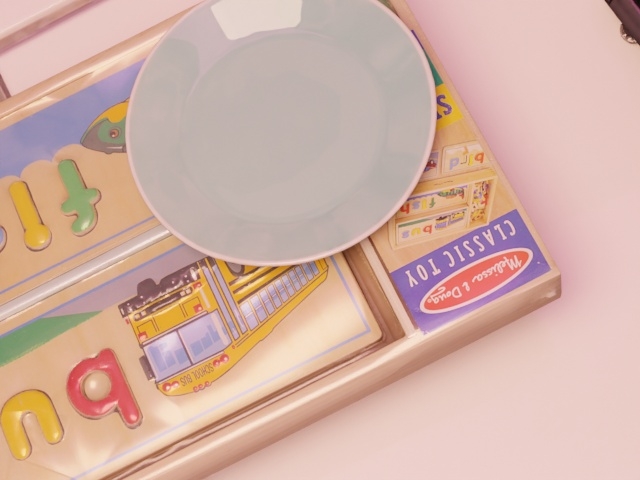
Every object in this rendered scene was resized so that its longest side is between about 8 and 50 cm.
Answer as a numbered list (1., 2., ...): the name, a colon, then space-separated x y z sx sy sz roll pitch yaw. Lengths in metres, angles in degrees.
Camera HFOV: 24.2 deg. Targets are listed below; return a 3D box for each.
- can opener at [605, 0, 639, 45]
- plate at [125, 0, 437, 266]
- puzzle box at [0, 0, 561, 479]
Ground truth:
1. can opener: 0.249 -0.113 0.970 0.059 0.073 0.186 -30 80 -12
2. plate: -0.023 -0.070 0.891 0.188 0.024 0.188 -3 71 8
3. puzzle box: -0.094 0.007 0.917 0.409 0.052 0.272 -27 70 -1
